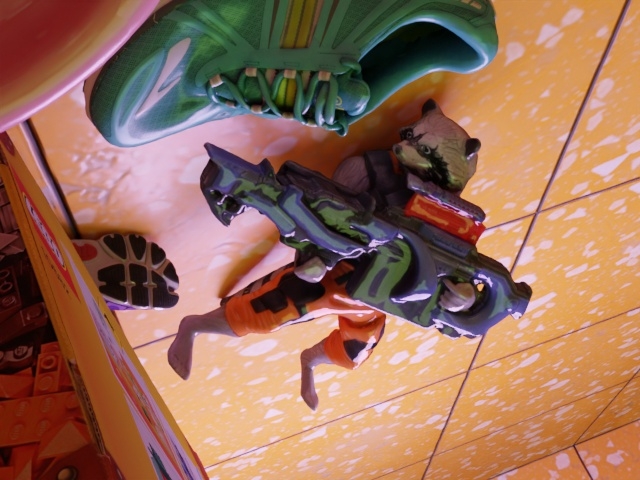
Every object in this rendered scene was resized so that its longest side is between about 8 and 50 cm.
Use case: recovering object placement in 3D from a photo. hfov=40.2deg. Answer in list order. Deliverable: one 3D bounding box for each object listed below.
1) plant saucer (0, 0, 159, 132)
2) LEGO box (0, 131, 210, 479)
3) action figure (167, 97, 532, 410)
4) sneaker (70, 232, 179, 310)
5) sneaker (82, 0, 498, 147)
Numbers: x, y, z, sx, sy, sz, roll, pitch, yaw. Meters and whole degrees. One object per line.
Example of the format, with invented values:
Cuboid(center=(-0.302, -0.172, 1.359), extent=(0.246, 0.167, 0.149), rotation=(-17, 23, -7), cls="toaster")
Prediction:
Cuboid(center=(-0.193, -0.175, 0.283), extent=(0.332, 0.084, 0.332), rotation=(-16, 135, -17), cls="plant saucer")
Cuboid(center=(-0.176, 0.201, 0.573), extent=(0.193, 0.372, 0.500), rotation=(-27, 137, -10), cls="LEGO box")
Cuboid(center=(0.000, 0.000, 0.784), extent=(0.341, 0.178, 0.330), rotation=(32, 115, -33), cls="action figure")
Cuboid(center=(-0.202, 0.031, 0.748), extent=(0.170, 0.068, 0.071), rotation=(9, 154, -34), cls="sneaker")
Cuboid(center=(-0.016, -0.119, 0.560), extent=(0.275, 0.110, 0.107), rotation=(-20, 152, -6), cls="sneaker")
